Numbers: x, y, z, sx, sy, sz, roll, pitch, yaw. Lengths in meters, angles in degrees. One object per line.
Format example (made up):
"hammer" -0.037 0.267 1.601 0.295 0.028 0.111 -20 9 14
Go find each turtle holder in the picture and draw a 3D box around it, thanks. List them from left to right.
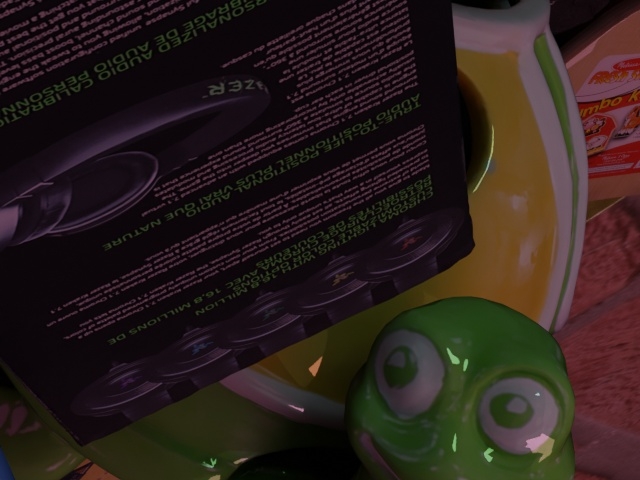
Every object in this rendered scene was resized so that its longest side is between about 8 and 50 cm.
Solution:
"turtle holder" -0.016 -0.010 0.705 0.320 0.243 0.227 -65 180 -62

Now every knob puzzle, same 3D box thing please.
"knob puzzle" 0.172 -0.091 0.994 0.213 0.030 0.213 -23 152 -13

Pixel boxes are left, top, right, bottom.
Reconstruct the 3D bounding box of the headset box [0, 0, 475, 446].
"headset box" -0.075 -0.109 0.449 0.131 0.246 0.283 -26 158 -4

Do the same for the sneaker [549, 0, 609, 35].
"sneaker" 0.118 -0.139 0.894 0.170 0.051 0.089 -33 159 29

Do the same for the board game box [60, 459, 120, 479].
"board game box" -0.151 0.128 0.912 0.243 0.042 0.165 -43 170 -8

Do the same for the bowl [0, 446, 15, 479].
"bowl" -0.258 0.084 0.396 0.391 0.077 0.391 -8 133 -8

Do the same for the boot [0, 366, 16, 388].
"boot" -0.148 0.040 0.977 0.208 0.076 0.190 -28 158 22

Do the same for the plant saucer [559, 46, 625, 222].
"plant saucer" 0.128 -0.053 1.120 0.241 0.037 0.241 -24 159 -10
